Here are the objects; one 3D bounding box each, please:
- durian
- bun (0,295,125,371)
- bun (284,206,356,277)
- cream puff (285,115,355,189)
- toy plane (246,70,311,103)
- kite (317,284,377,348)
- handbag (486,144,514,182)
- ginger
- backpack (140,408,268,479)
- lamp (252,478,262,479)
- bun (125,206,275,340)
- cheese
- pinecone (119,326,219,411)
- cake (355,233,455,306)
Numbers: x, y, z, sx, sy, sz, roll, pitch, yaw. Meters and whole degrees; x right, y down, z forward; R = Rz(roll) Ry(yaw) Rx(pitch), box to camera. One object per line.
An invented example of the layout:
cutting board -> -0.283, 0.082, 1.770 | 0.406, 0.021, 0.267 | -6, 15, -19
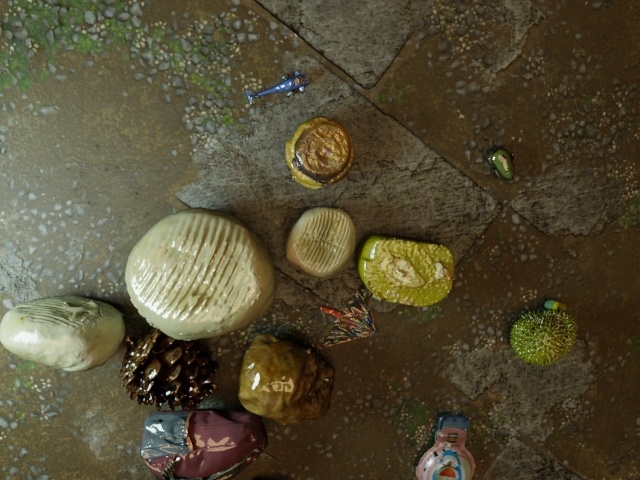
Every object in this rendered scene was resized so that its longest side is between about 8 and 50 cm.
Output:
durian -> 0.652, 0.281, 1.453 | 0.198, 0.146, 0.159 | -27, 104, 2
bun -> -0.625, 0.232, 1.234 | 0.273, 0.273, 0.168 | 12, 96, -9
bun -> 0.000, 0.000, 1.338 | 0.179, 0.128, 0.192 | 24, 86, -11
cream puff -> -0.004, -0.219, 1.291 | 0.189, 0.129, 0.188 | -1, 94, -12
toy plane -> -0.104, -0.391, 1.282 | 0.167, 0.062, 0.054 | -16, 103, 7
kite -> 0.081, 0.234, 1.448 | 0.189, 0.009, 0.232 | 28, 96, -11
handbag -> 0.506, -0.210, 1.391 | 0.072, 0.047, 0.111 | -32, 101, 1
ginger -> -0.105, 0.385, 1.364 | 0.223, 0.200, 0.269 | 2, 145, 24
backpack -> -0.300, 0.568, 1.362 | 0.318, 0.197, 0.283 | -5, 140, -8
lamp -> -0.155, 0.838, 1.462 | 0.198, 0.198, 0.243 | 16, 76, -9
bun -> -0.293, 0.079, 1.266 | 0.363, 0.234, 0.325 | -1, 91, 0
cheese -> 0.388, 0.667, 1.535 | 0.189, 0.074, 0.285 | 6, 99, -9
pinecone -> -0.398, 0.336, 1.308 | 0.272, 0.224, 0.224 | 42, 94, -20
cake -> 0.225, 0.080, 1.367 | 0.261, 0.156, 0.178 | 7, 94, -6
